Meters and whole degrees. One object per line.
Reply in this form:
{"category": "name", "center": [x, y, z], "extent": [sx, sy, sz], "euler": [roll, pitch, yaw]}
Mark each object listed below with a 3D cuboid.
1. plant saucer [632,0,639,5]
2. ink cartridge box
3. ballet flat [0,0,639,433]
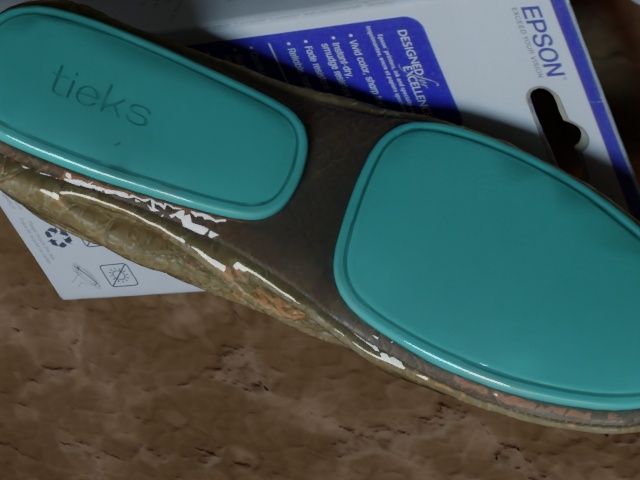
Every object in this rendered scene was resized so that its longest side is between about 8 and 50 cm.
{"category": "plant saucer", "center": [0.207, -0.153, 0.608], "extent": [0.400, 0.100, 0.400], "euler": [15, 147, 10]}
{"category": "ink cartridge box", "center": [-0.012, -0.054, 0.876], "extent": [0.333, 0.065, 0.165], "euler": [-3, 133, 28]}
{"category": "ballet flat", "center": [0.000, 0.000, 0.812], "extent": [0.342, 0.116, 0.124], "euler": [19, 160, 4]}
